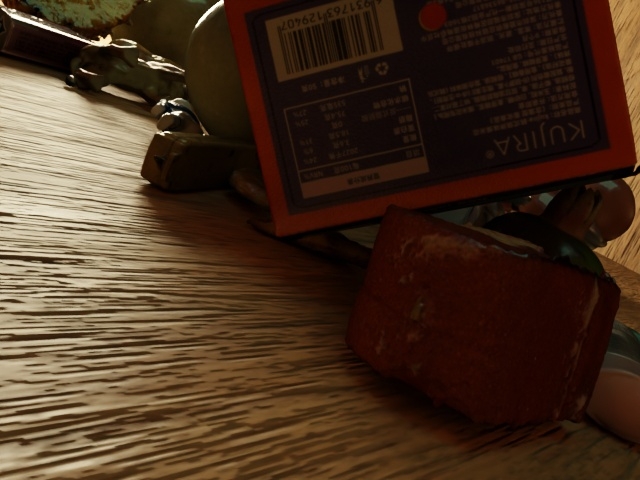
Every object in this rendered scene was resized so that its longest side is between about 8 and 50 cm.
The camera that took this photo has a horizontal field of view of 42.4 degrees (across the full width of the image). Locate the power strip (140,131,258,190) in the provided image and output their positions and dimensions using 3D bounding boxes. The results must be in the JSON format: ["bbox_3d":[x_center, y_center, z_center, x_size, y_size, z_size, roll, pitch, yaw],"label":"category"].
[{"bbox_3d":[-0.145,-0.100,1.033,0.044,0.064,0.305,25,11,11],"label":"power strip"}]

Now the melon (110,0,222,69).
[{"bbox_3d":[-0.340,-0.482,1.862,0.308,0.272,0.272,21,11,9],"label":"melon"}]

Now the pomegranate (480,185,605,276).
[{"bbox_3d":[0.252,0.029,0.939,0.180,0.210,0.180,31,14,-8],"label":"pomegranate"}]

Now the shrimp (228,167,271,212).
[{"bbox_3d":[-0.039,-0.058,1.113,0.152,0.046,0.219,26,10,6],"label":"shrimp"}]

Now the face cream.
[{"bbox_3d":[0.331,0.147,0.926,0.107,0.073,0.269,28,12,9],"label":"face cream"}]

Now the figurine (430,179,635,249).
[{"bbox_3d":[0.305,-0.056,1.376,0.388,0.248,0.276,19,6,-39],"label":"figurine"}]

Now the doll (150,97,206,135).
[{"bbox_3d":[-0.209,-0.168,1.235,0.114,0.057,0.227,37,9,-23],"label":"doll"}]

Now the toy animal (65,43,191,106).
[{"bbox_3d":[-0.328,-0.282,1.439,0.157,0.097,0.312,19,7,43],"label":"toy animal"}]

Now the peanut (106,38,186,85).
[{"bbox_3d":[-0.340,-0.333,1.630,0.192,0.089,0.089,26,11,-20],"label":"peanut"}]

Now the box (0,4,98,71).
[{"bbox_3d":[-0.481,-0.338,1.380,0.120,0.069,0.224,30,11,22],"label":"box"}]

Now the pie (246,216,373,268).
[{"bbox_3d":[0.000,0.000,0.982,0.169,0.034,0.092,19,9,4],"label":"pie"}]

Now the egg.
[{"bbox_3d":[-0.059,-0.229,1.250,0.258,0.258,0.352,34,0,36],"label":"egg"}]

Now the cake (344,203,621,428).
[{"bbox_3d":[0.138,0.064,0.723,0.177,0.151,0.283,17,5,39],"label":"cake"}]

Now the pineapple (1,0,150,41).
[{"bbox_3d":[-0.528,-0.452,1.677,0.334,0.161,0.158,-2,-15,-37],"label":"pineapple"}]

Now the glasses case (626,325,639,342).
[{"bbox_3d":[0.282,0.083,1.132,0.301,0.070,0.117,24,11,0],"label":"glasses case"}]

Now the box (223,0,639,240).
[{"bbox_3d":[0.128,-0.161,0.886,0.348,0.257,0.318,-11,4,14],"label":"box"}]
